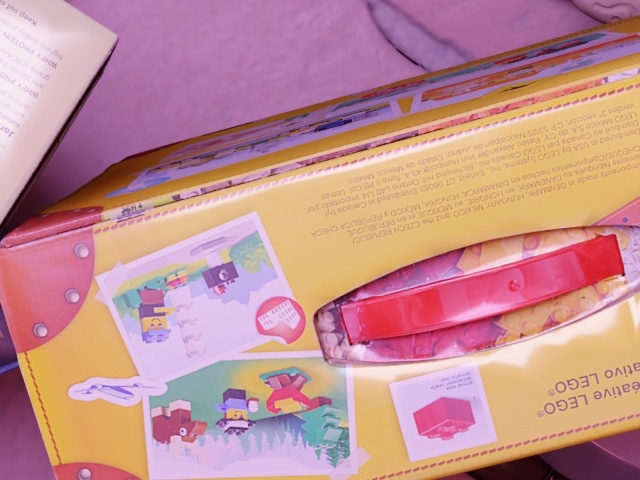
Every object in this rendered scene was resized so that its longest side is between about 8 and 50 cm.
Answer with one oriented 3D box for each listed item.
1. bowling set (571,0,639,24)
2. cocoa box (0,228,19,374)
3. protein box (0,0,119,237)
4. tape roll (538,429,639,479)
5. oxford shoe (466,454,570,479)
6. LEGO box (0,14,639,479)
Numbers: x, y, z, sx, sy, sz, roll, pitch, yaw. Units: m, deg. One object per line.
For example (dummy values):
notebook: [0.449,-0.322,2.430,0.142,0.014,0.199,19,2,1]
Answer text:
bowling set: [0.271,-0.232,1.159,0.154,0.287,0.199,16,54,-16]
cocoa box: [-0.382,0.034,0.960,0.347,0.231,0.227,-22,93,-10]
protein box: [-0.253,-0.072,0.801,0.200,0.136,0.201,32,80,-9]
tape roll: [0.253,0.093,1.161,0.219,0.072,0.219,7,64,-14]
oxford shoe: [0.193,0.190,1.184,0.227,0.096,0.082,32,87,-7]
LEGO box: [0.096,-0.005,0.926,0.500,0.372,0.193,-15,99,6]
